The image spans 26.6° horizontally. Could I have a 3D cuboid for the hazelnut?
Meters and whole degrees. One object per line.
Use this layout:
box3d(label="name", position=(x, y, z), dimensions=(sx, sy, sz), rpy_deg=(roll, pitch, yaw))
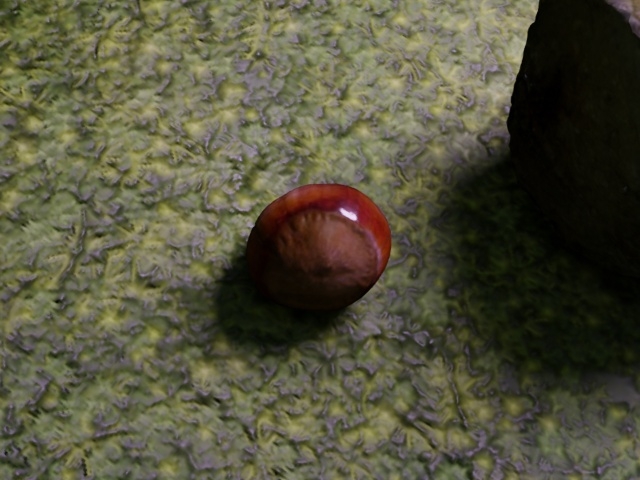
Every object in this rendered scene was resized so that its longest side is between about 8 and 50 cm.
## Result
box3d(label="hazelnut", position=(0.000, 0.000, 0.797), dimensions=(0.086, 0.086, 0.086), rpy_deg=(4, 60, -7))

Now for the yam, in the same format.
box3d(label="yam", position=(0.275, -0.093, 0.829), dimensions=(0.300, 0.195, 0.195), rpy_deg=(-14, 63, -17))
